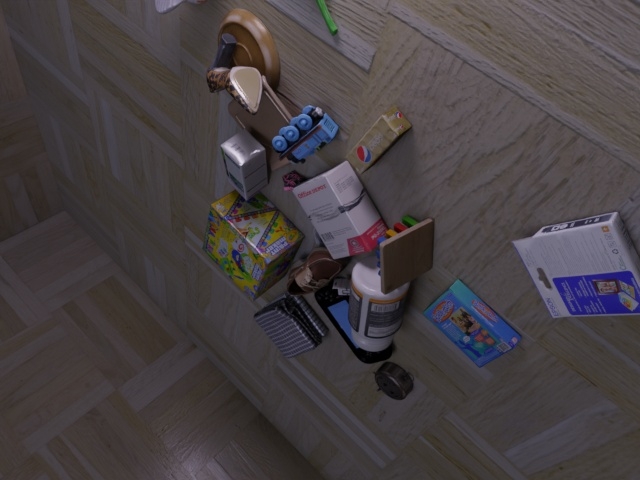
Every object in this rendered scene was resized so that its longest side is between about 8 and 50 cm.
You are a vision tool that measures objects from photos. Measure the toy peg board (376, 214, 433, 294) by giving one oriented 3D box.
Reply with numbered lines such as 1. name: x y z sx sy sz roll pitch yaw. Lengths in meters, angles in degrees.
1. toy peg board: 0.198 0.027 1.258 0.079 0.161 0.161 40 147 45

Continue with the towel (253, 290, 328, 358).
1. towel: -0.124 0.335 1.940 0.235 0.121 0.284 52 146 -2

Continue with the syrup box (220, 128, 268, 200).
1. syrup box: -0.228 -0.225 1.514 0.093 0.096 0.237 46 162 12

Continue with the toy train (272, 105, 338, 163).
1. toy train: -0.044 -0.266 1.284 0.105 0.080 0.184 44 129 -16

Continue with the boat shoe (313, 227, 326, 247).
1. boat shoe: 0.000 0.000 1.570 0.100 0.035 0.035 67 172 -30

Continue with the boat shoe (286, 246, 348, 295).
1. boat shoe: -0.017 0.113 1.585 0.123 0.116 0.324 29 153 -13

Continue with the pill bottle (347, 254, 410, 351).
1. pill bottle: 0.162 0.187 1.431 0.162 0.162 0.278 32 141 27

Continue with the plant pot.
1. plant pot: -0.205 -0.500 1.347 0.236 0.032 0.236 31 141 29

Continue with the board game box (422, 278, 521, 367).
1. board game box: 0.389 0.220 1.297 0.210 0.047 0.160 44 146 11

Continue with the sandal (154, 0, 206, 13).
1. sandal: -0.337 -0.670 1.304 0.265 0.076 0.101 -5 94 39

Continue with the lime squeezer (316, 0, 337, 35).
1. lime squeezer: -0.056 -0.598 1.080 0.310 0.059 0.110 47 176 4

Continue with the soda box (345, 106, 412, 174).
1. soda box: 0.134 -0.232 1.172 0.061 0.058 0.181 51 147 2

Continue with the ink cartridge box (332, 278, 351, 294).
1. ink cartridge box: 0.083 0.146 1.555 0.084 0.048 0.028 1 128 12

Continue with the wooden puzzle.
1. wooden puzzle: -0.142 -0.326 1.408 0.221 0.044 0.238 -13 116 54

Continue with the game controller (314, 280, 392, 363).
1. game controller: 0.110 0.274 1.658 0.319 0.067 0.166 54 146 -4

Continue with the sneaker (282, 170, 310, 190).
1. sneaker: -0.075 -0.181 1.482 0.119 0.047 0.057 1 110 48

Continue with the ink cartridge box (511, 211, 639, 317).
1. ink cartridge box: 0.524 0.059 0.992 0.208 0.045 0.206 -16 108 53

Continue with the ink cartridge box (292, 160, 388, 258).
1. ink cartridge box: 0.054 -0.080 1.366 0.172 0.100 0.237 -16 109 54

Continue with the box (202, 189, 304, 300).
1. box: -0.243 0.010 1.730 0.279 0.177 0.290 45 145 11

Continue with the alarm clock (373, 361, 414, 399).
1. alarm clock: 0.255 0.477 1.682 0.129 0.064 0.192 50 143 4

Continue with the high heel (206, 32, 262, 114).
1. high heel: -0.234 -0.394 1.332 0.186 0.093 0.261 -51 55 50
